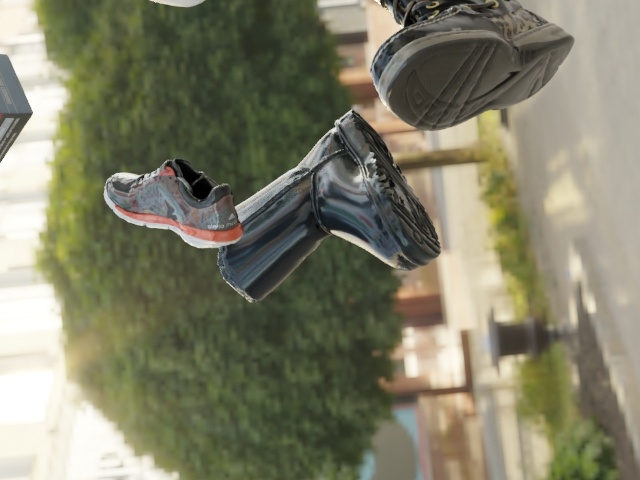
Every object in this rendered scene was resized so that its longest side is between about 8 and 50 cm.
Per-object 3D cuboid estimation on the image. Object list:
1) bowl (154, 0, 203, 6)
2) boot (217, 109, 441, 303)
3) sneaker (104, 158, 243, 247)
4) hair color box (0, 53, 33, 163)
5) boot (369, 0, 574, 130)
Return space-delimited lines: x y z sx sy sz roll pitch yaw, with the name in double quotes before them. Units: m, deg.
"bowl" -0.182 -0.367 1.875 0.053 0.142 0.142 12 93 49
"boot" 0.000 0.000 1.534 0.094 0.207 0.246 39 -164 -36
"sneaker" -0.124 -0.045 1.287 0.061 0.158 0.065 -25 -57 -43
"hair color box" -0.590 -0.151 1.976 0.185 0.374 0.114 -48 59 39
"boot" 0.114 -0.280 1.795 0.284 0.377 0.138 47 125 19
